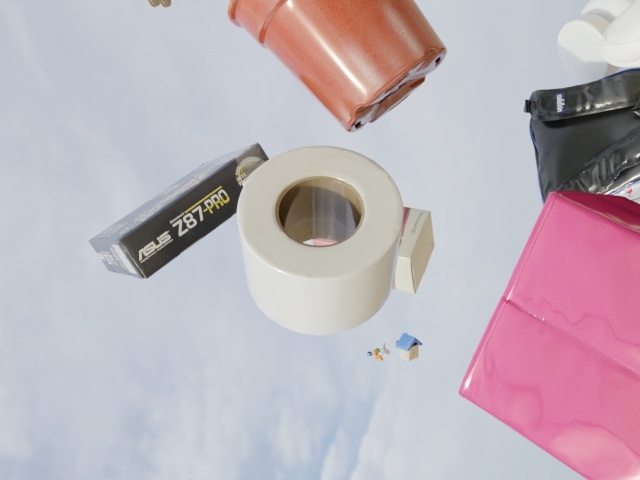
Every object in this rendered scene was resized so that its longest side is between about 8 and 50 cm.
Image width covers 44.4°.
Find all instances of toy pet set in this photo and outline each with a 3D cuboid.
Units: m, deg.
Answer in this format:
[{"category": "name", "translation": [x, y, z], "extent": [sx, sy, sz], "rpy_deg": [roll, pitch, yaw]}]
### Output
[{"category": "toy pet set", "translation": [0.202, 0.272, 2.073], "extent": [0.122, 0.114, 0.065], "rpy_deg": [-16, -69, -38]}]

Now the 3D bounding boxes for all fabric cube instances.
[{"category": "fabric cube", "translation": [0.356, 0.114, 0.859], "extent": [0.254, 0.258, 0.259], "rpy_deg": [-2, -61, -53]}]

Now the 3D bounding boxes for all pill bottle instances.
[{"category": "pill bottle", "translation": [0.633, -0.434, 1.569], "extent": [0.318, 0.176, 0.176], "rpy_deg": [-30, -55, -21]}]

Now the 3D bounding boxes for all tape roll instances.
[{"category": "tape roll", "translation": [0.000, 0.000, 1.199], "extent": [0.169, 0.246, 0.246], "rpy_deg": [88, -165, -55]}]

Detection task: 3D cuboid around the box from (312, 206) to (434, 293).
[{"category": "box", "translation": [0.120, 0.005, 1.742], "extent": [0.127, 0.232, 0.149], "rpy_deg": [75, -146, -47]}]

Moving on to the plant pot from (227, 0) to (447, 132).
[{"category": "plant pot", "translation": [0.040, -0.332, 1.231], "extent": [0.265, 0.272, 0.272], "rpy_deg": [52, -155, 5]}]

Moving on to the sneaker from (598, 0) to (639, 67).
[{"category": "sneaker", "translation": [0.423, -0.315, 0.858], "extent": [0.152, 0.305, 0.114], "rpy_deg": [33, -136, -23]}]

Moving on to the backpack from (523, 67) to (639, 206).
[{"category": "backpack", "translation": [0.526, -0.164, 1.385], "extent": [0.213, 0.263, 0.277], "rpy_deg": [7, -113, -38]}]

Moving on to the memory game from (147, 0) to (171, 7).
[{"category": "memory game", "translation": [-0.274, -0.442, 1.191], "extent": [0.186, 0.012, 0.186], "rpy_deg": [-16, -90, -72]}]

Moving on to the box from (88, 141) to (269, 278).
[{"category": "box", "translation": [-0.281, -0.053, 1.556], "extent": [0.318, 0.395, 0.097], "rpy_deg": [-35, -77, -19]}]
